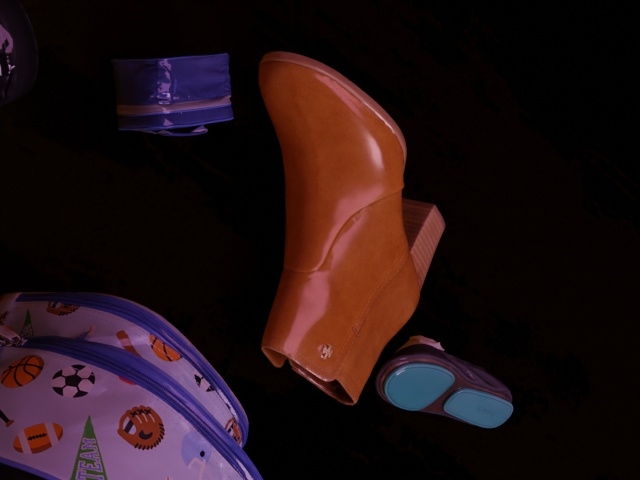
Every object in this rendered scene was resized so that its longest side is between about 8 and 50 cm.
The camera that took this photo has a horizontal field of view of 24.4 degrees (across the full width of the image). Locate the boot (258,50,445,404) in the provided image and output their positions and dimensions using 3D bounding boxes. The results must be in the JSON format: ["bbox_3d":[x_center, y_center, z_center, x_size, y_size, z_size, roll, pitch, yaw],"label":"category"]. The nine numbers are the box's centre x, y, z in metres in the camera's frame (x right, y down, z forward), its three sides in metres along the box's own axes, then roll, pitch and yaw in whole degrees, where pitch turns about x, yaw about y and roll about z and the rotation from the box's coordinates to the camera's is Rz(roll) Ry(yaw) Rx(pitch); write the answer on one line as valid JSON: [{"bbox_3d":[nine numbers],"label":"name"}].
[{"bbox_3d":[0.000,0.000,1.283,0.295,0.104,0.211,50,60,-41],"label":"boot"}]

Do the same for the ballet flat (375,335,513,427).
[{"bbox_3d":[0.110,0.133,1.438,0.203,0.074,0.074,23,78,-45],"label":"ballet flat"}]

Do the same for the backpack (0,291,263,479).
[{"bbox_3d":[-0.163,0.164,1.023,0.276,0.263,0.213,49,61,-36],"label":"backpack"}]

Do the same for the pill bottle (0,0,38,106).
[{"bbox_3d":[-0.298,-0.102,0.958,0.219,0.122,0.123,-29,114,-40],"label":"pill bottle"}]

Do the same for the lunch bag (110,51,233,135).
[{"bbox_3d":[-0.115,-0.116,1.180,0.098,0.067,0.065,-12,103,-45],"label":"lunch bag"}]
